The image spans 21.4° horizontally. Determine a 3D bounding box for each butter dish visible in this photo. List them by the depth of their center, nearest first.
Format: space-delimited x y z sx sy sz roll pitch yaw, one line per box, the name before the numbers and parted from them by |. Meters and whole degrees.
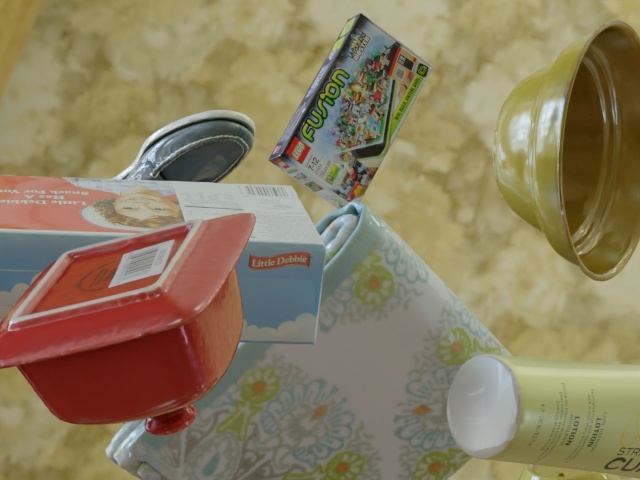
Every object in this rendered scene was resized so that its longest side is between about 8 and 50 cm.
butter dish | -0.111 0.068 1.061 0.160 0.160 0.118 -14 -70 18

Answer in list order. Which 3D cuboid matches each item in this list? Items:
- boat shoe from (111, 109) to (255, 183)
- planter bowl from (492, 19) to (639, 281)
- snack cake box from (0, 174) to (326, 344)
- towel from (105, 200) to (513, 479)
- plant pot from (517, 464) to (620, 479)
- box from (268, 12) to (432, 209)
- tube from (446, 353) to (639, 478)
boat shoe | -0.200 -0.047 2.077 0.319 0.099 0.116 -31 -41 27
planter bowl | 0.205 -0.076 1.425 0.090 0.217 0.217 4 -25 31
snack cake box | -0.140 0.014 1.351 0.264 0.089 0.152 2 20 -12
towel | 0.002 0.180 1.797 0.320 0.374 0.090 45 6 -32
plant pot | 0.218 0.237 1.473 0.134 0.095 0.134 -7 13 2
box | 0.037 -0.149 1.975 0.114 0.207 0.036 34 -19 -17
tube | 0.183 0.109 1.046 0.240 0.062 0.070 11 -36 -41
